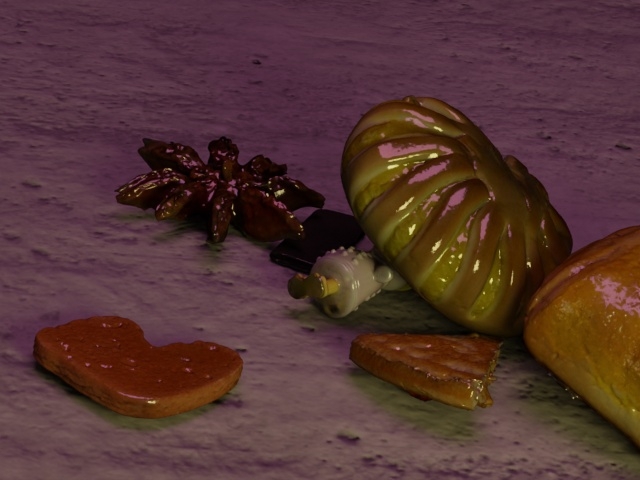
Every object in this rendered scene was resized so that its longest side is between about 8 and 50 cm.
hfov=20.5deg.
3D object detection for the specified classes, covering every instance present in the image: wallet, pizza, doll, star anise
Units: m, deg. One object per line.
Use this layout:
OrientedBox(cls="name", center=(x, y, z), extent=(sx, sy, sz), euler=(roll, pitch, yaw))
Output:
OrientedBox(cls="wallet", center=(0.000, 0.000, 2.273), extent=(0.082, 0.018, 0.157), euler=(18, 29, 15))
OrientedBox(cls="pizza", center=(0.146, 0.146, 2.014), extent=(0.188, 0.062, 0.199), euler=(23, 22, 39))
OrientedBox(cls="doll", center=(0.054, 0.040, 2.150), extent=(0.207, 0.081, 0.129), euler=(-18, 6, -43))
OrientedBox(cls="star anise", center=(-0.130, -0.064, 2.281), extent=(0.288, 0.088, 0.288), euler=(6, 30, -4))

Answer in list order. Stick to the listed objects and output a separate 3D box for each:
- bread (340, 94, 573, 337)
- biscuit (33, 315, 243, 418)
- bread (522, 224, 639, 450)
OrientedBox(cls="bread", center=(0.175, -0.033, 2.128), extent=(0.333, 0.160, 0.333), euler=(36, 27, -22))
OrientedBox(cls="biscuit", center=(-0.196, 0.133, 1.943), extent=(0.192, 0.036, 0.186), euler=(28, 30, 31))
OrientedBox(cls="bread", center=(0.428, 0.109, 2.011), extent=(0.337, 0.148, 0.328), euler=(44, 40, 21))
